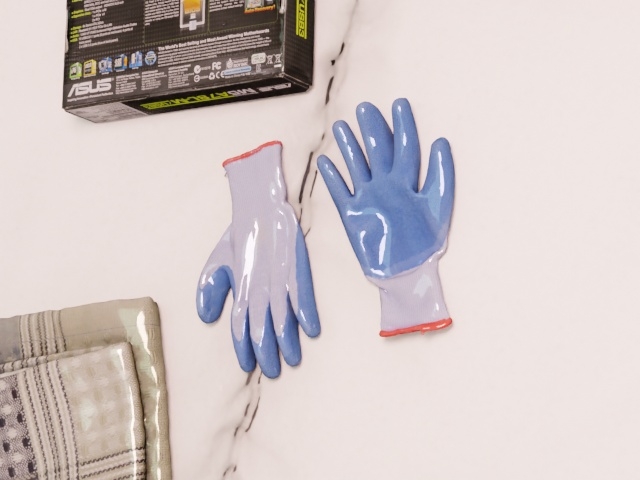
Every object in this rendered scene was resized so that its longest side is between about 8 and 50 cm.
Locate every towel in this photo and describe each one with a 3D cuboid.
[{"bbox_3d":[-0.238,0.210,1.195,0.312,0.056,0.324,-13,73,29],"label":"towel"}]

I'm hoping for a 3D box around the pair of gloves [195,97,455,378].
[{"bbox_3d":[0.000,0.000,1.111,0.198,0.023,0.159,-16,72,27],"label":"pair of gloves"}]

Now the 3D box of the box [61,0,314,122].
[{"bbox_3d":[-0.092,-0.184,1.191,0.190,0.045,0.184,-6,75,31],"label":"box"}]
